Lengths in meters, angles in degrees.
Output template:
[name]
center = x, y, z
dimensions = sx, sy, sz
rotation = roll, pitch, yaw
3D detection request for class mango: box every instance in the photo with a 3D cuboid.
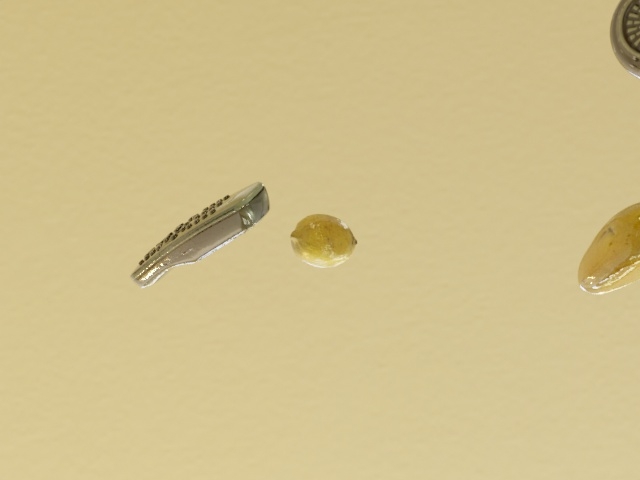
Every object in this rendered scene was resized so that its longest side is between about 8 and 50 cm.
[mango]
center = 0.479, 0.014, 2.197
dimensions = 0.137, 0.195, 0.098
rotation = 7, -129, -53

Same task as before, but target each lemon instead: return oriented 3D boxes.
[lemon]
center = 0.000, 0.000, 2.143
dimensions = 0.082, 0.111, 0.082
rotation = -29, 56, 57

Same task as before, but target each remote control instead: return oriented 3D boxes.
[remote control]
center = -0.134, -0.005, 1.540
dimensions = 0.042, 0.222, 0.072
rotation = 52, -136, -9

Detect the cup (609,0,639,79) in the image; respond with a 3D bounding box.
[cup]
center = 0.550, -0.339, 2.170
dimensions = 0.176, 0.169, 0.223
rotation = 19, -108, -53
